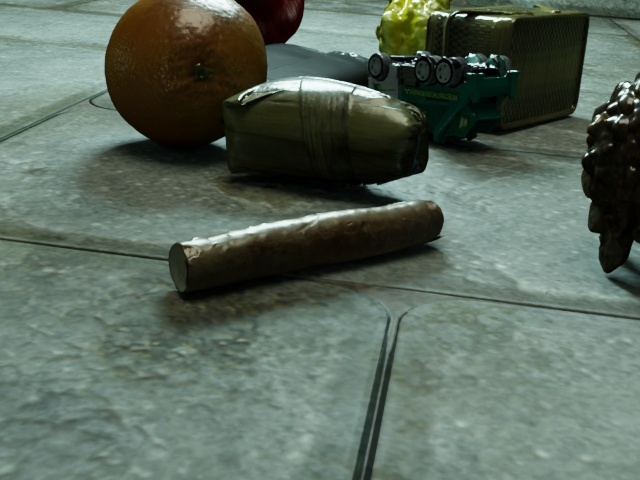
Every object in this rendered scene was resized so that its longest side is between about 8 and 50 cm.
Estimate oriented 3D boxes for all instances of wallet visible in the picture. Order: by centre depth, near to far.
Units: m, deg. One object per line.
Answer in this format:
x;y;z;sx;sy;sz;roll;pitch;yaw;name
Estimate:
-0.073;-0.249;1.349;0.228;0.062;0.406;11;22;19;wallet

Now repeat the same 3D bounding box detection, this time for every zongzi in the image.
0.032;-0.131;0.988;0.221;0.112;0.242;10;20;19;zongzi

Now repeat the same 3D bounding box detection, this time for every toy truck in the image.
0.156;-0.193;1.180;0.110;0.116;0.216;-10;18;-36;toy truck

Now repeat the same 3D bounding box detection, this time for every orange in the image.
-0.156;-0.203;1.031;0.206;0.206;0.206;3;21;-1;orange

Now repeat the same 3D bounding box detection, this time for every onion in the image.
-0.170;-0.458;1.601;0.273;0.285;0.273;-12;48;14;onion

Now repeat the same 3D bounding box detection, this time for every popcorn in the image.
0.171;-0.374;1.569;0.155;0.198;0.197;8;21;16;popcorn

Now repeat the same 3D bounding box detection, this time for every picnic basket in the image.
0.277;-0.266;1.315;0.139;0.165;0.266;19;25;38;picnic basket

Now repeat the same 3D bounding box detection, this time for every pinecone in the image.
0.328;-0.064;0.732;0.201;0.202;0.229;-13;12;-4;pinecone

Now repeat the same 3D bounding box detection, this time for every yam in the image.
0.000;0.000;0.729;0.264;0.046;0.046;-11;26;-32;yam
